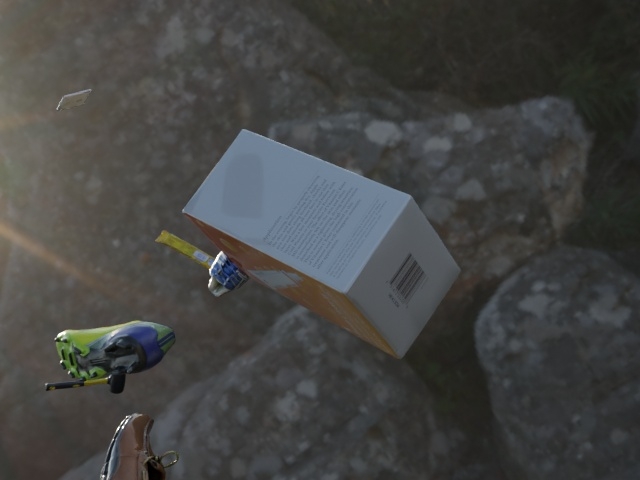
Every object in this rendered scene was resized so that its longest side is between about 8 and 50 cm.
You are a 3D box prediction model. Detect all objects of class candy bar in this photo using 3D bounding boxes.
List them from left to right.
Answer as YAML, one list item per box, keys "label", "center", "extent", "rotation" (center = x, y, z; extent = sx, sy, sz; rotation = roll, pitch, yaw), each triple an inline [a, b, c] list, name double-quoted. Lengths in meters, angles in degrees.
- label: "candy bar"
  center: [-0.314, 0.025, 2.388]
  extent: [0.040, 0.161, 0.018]
  rotation: [-55, -10, -41]

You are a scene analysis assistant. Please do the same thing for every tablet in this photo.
- label: "tablet"
  center: [-0.450, -0.256, 1.841]
  extent: [0.054, 0.006, 0.083]
  rotation: [-20, -2, -25]

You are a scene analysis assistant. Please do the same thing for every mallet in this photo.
- label: "mallet"
  center: [-0.558, 0.348, 2.405]
  extent: [0.189, 0.062, 0.039]
  rotation: [-9, 33, -20]

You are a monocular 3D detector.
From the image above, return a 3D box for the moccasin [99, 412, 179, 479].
- label: "moccasin"
  center: [-0.381, 0.492, 2.099]
  extent: [0.380, 0.146, 0.139]
  rotation: [-105, 33, -71]

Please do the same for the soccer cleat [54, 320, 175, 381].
- label: "soccer cleat"
  center: [-0.374, 0.194, 1.825]
  extent: [0.289, 0.094, 0.121]
  rotation: [-6, 15, 44]

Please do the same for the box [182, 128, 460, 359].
- label: "box"
  center: [0.000, 0.000, 1.508]
  extent: [0.345, 0.215, 0.168]
  rotation: [26, 74, 39]

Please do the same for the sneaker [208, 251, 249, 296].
- label: "sneaker"
  center: [-0.144, 0.045, 1.771]
  extent: [0.081, 0.080, 0.211]
  rotation: [-48, -4, -26]
